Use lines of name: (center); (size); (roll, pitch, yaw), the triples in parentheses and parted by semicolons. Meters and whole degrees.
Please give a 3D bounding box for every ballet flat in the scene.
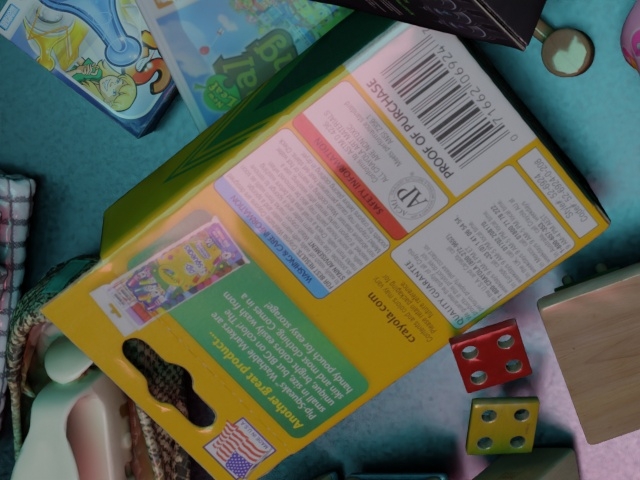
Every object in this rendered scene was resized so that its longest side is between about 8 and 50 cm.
ballet flat: (-0.159, 0.256, 1.127); (0.164, 0.182, 0.482); (-4, 100, 14)

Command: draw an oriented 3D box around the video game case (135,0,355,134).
video game case: (0.000, -0.120, 1.078); (0.193, 0.023, 0.212); (-22, 108, 11)

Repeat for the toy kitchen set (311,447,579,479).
toy kitchen set: (0.078, 0.245, 1.130); (0.207, 0.122, 0.166); (-5, 100, 33)

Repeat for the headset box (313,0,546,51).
headset box: (0.039, -0.266, 0.926); (0.283, 0.131, 0.246); (20, 84, 33)

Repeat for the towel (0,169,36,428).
towel: (-0.368, 0.043, 1.161); (0.284, 0.121, 0.235); (15, 104, 8)

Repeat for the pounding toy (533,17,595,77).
pounding toy: (0.156, -0.206, 1.021); (0.181, 0.094, 0.206); (-5, 99, 12)

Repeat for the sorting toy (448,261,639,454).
sorting toy: (0.214, 0.062, 1.065); (0.275, 0.046, 0.132); (-21, 125, 6)

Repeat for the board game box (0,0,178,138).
board game box: (-0.123, -0.191, 1.105); (0.136, 0.035, 0.201); (37, 109, 3)

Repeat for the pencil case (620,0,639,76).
pencil case: (0.289, -0.045, 0.950); (0.124, 0.124, 0.284); (-34, 57, 15)

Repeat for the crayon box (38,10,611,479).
crayon box: (0.000, 0.000, 1.055); (0.323, 0.083, 0.203); (-37, 113, 12)
